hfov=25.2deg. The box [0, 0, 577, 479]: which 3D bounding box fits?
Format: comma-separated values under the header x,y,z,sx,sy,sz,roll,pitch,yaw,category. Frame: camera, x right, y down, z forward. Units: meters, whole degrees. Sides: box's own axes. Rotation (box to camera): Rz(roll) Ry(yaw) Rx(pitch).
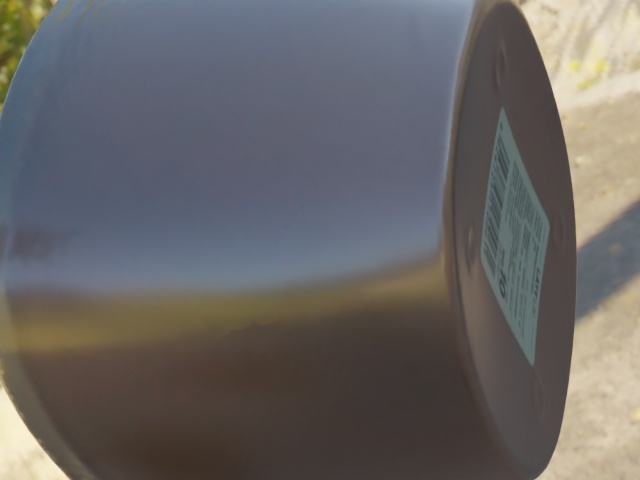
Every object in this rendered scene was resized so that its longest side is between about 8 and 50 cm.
x,y,z,sx,sy,sz,roll,pitch,yaw,category
0.000,0.000,0.718,0.216,0.301,0.301,-4,22,24,box
